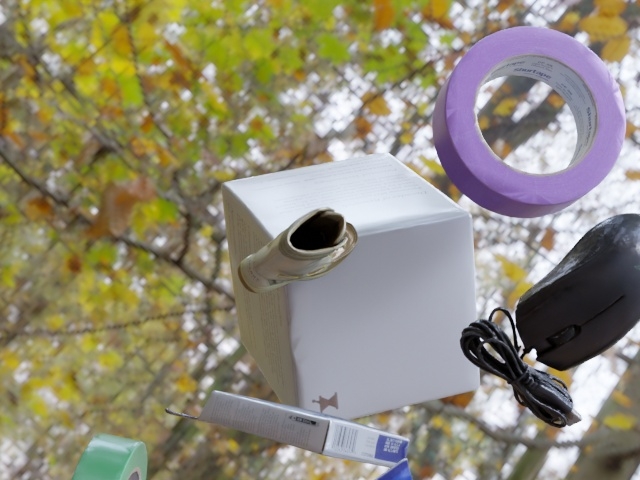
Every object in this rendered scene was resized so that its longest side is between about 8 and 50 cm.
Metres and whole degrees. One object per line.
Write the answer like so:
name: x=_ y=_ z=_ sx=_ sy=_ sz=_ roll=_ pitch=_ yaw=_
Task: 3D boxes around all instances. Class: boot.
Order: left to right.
boot: x=0.000 y=0.000 z=1.864 sx=0.165 sy=0.213 sz=0.077 roll=-38 pitch=-104 yaw=53

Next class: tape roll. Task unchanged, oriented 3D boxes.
tape roll: x=-0.364 y=0.480 z=2.109 sx=0.077 sy=0.321 sz=0.321 roll=12 pitch=-36 yaw=5
tape roll: x=0.309 y=-0.175 z=1.919 sx=0.275 sy=0.275 sz=0.090 roll=40 pitch=-15 yaw=3

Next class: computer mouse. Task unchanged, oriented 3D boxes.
computer mouse: x=0.316 y=0.087 z=1.514 sx=0.188 sy=0.272 sz=0.072 roll=41 pitch=4 yaw=-20

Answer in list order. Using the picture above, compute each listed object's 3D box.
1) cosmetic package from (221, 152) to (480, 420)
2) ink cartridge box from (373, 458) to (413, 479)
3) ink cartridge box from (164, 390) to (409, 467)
cosmetic package: x=0.044 y=0.073 z=2.219 sx=0.394 sy=0.327 sz=0.329 roll=-134 pitch=-144 yaw=-64
ink cartridge box: x=0.087 y=0.419 z=1.407 sx=0.065 sy=0.165 sz=0.333 roll=19 pitch=-48 yaw=51
ink cartridge box: x=-0.036 y=0.222 z=1.552 sx=0.224 sy=0.045 sz=0.223 roll=9 pitch=-9 yaw=29
